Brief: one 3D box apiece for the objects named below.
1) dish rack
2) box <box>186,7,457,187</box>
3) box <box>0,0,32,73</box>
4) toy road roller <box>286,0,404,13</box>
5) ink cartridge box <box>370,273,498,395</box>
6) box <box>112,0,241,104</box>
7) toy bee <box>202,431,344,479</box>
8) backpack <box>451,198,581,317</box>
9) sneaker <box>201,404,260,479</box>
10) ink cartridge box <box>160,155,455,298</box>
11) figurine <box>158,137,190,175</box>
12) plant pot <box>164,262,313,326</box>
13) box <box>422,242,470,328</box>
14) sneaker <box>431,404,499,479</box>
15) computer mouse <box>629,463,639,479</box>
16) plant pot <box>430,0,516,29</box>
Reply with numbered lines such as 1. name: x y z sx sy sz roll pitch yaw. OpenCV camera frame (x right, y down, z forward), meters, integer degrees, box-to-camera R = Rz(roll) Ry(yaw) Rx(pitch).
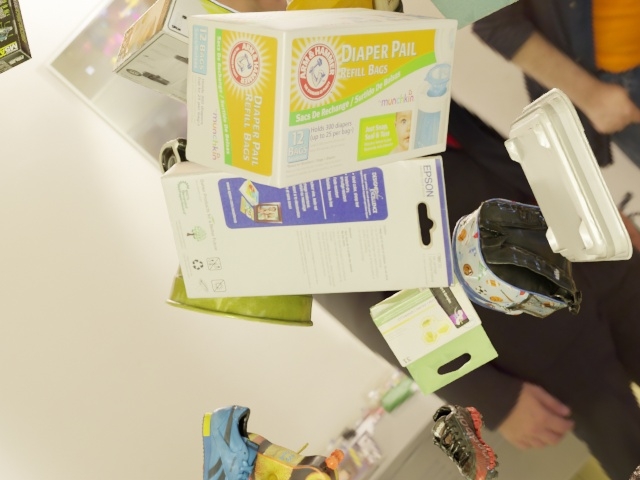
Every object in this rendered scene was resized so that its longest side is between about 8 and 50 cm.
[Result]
1. dish rack: 0.450 -0.103 1.703 0.072 0.332 0.285 -24 -1 -4
2. box: 0.004 -0.119 0.707 0.103 0.114 0.203 19 25 39
3. box: -0.676 -0.402 1.789 0.191 0.184 0.045 -23 -19 10
4. toy road roller: 0.001 -0.456 1.765 0.329 0.241 0.202 -52 -29 -25
5. ink cartridge box: 0.221 0.183 1.693 0.171 0.235 0.056 -30 23 5
6. box: -0.231 -0.327 1.559 0.290 0.169 0.087 -8 64 63
7. toy bee: -0.035 0.388 1.490 0.162 0.298 0.195 -62 9 17
8. backpack: 0.417 0.033 2.003 0.213 0.263 0.276 -38 42 44
9. sneaker: -0.137 0.357 1.415 0.082 0.069 0.209 -12 58 11
10. ink cartridge box: -0.011 -0.021 1.066 0.333 0.165 0.065 -2 23 15
11. figurine: -0.181 -0.192 1.812 0.209 0.092 0.215 -3 -27 -46
12. plant pot: -0.171 0.008 2.224 0.366 0.367 0.353 -175 94 -76
13. box: 0.180 0.055 1.470 0.029 0.162 0.116 -33 18 3
14. sneaker: 0.329 0.481 2.117 0.097 0.135 0.276 -62 17 23
15. computer mouse: 0.605 0.325 1.394 0.262 0.060 0.184 -41 -2 -2
16. plant pot: 0.264 -0.564 1.567 0.248 0.252 0.247 -57 16 -15
